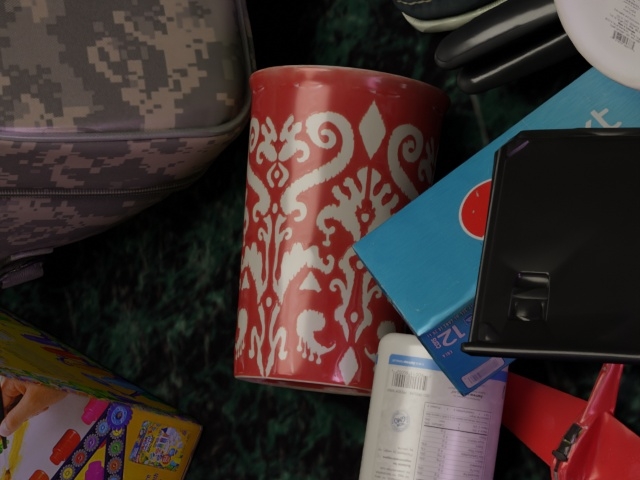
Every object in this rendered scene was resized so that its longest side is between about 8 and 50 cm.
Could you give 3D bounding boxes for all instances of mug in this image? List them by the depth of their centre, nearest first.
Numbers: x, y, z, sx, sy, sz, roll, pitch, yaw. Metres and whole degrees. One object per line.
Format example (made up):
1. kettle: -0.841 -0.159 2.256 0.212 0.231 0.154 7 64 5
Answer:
1. mug: 0.009 0.001 1.105 0.113 0.150 0.169 5 82 6

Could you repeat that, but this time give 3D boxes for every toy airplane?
1. toy airplane: 0.143 0.082 0.987 0.151 0.028 0.151 -17 64 39

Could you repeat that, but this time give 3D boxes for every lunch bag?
1. lunch bag: -0.186 -0.146 1.220 0.256 0.213 0.305 142 119 -62

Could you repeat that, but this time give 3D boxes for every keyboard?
1. keyboard: 0.217 0.041 0.844 0.317 0.033 0.201 1 62 20

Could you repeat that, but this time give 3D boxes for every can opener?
1. can opener: 0.146 -0.129 1.035 0.186 0.059 0.073 -33 37 24

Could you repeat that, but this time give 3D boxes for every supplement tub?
1. supplement tub: 0.057 0.105 1.023 0.071 0.071 0.107 5 85 43

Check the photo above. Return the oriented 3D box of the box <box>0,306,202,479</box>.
1. box: -0.285 0.115 1.191 0.290 0.279 0.177 24 92 45

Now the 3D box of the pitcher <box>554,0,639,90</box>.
1. pitcher: 0.221 -0.135 0.884 0.178 0.207 0.125 31 137 36

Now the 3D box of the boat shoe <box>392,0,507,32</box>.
1. boat shoe: 0.125 -0.203 1.066 0.254 0.079 0.095 -30 57 31

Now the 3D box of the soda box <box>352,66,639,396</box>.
1. soda box: 0.126 -0.022 0.964 0.210 0.067 0.071 -36 51 0
